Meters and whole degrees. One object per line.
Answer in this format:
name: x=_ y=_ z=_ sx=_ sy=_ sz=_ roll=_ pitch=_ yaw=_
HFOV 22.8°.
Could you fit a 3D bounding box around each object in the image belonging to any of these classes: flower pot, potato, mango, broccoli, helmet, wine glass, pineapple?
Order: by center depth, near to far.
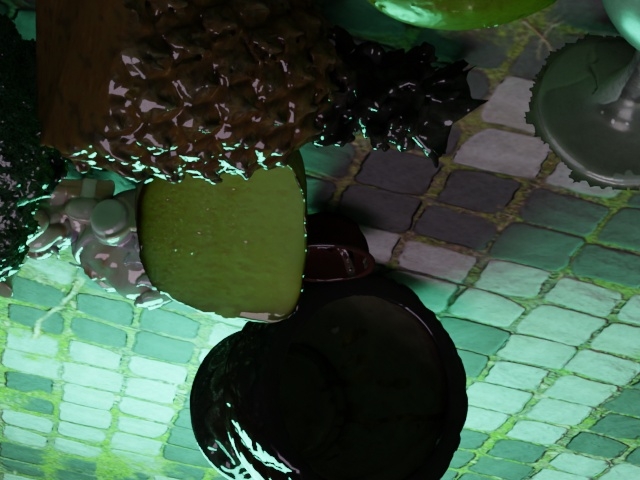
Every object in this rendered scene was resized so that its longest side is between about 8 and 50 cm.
wine glass: x=0.243 y=-0.159 z=1.106 sx=0.143 sy=0.143 sz=0.321 roll=11 pitch=156 yaw=-2
mango: x=0.102 y=-0.203 z=1.132 sx=0.178 sy=0.100 sz=0.119 roll=5 pitch=151 yaw=-13
pineapple: x=-0.045 y=-0.132 z=1.259 sx=0.362 sy=0.202 sz=0.202 roll=7 pitch=158 yaw=-27
broccoli: x=-0.339 y=-0.095 z=1.407 sx=0.269 sy=0.254 sz=0.269 roll=32 pitch=-178 yaw=-1
potato: x=-0.086 y=-0.044 z=1.490 sx=0.160 sy=0.111 sz=0.272 roll=4 pitch=142 yaw=4
helmet: x=0.000 y=0.000 z=1.616 sx=0.111 sy=0.057 sz=0.089 roll=0 pitch=156 yaw=-1
flower pot: x=-0.012 y=0.180 z=1.779 sx=0.266 sy=0.266 sz=0.267 roll=22 pitch=160 yaw=-23

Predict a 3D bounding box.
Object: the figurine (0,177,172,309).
figurine: x=-0.217 y=0.008 z=1.617 sx=0.236 sy=0.141 sz=0.162 roll=15 pitch=158 yaw=-11
